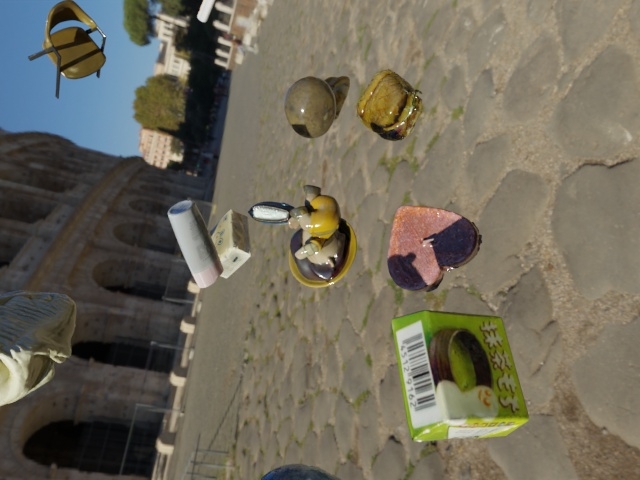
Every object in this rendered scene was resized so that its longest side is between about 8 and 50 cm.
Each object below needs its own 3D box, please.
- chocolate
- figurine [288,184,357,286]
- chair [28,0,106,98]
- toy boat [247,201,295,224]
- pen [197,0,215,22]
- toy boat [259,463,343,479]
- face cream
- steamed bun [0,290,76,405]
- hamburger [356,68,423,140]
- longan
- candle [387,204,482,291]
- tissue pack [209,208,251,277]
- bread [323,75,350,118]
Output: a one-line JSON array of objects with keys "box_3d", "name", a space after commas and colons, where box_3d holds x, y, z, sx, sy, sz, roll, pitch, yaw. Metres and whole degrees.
[{"box_3d": [0.344, 0.321, 1.227, 0.137, 0.288, 0.301, -45, 43, 52], "name": "chocolate"}, {"box_3d": [0.005, 0.000, 1.210, 0.257, 0.167, 0.193, 94, 177, -59], "name": "figurine"}, {"box_3d": [-0.726, -0.557, 1.457, 0.246, 0.173, 0.159, -9, 30, 50], "name": "chair"}, {"box_3d": [-0.126, -0.071, 1.300, 0.061, 0.137, 0.060, -23, -67, -70], "name": "toy boat"}, {"box_3d": [-0.268, -0.678, 1.306, 0.269, 0.033, 0.033, -40, 38, 50], "name": "pen"}, {"box_3d": [0.015, 0.567, 0.981, 0.215, 0.329, 0.123, -50, -3, -43], "name": "toy boat"}, {"box_3d": [-0.280, 0.008, 1.133, 0.084, 0.057, 0.199, -51, -42, -44], "name": "face cream"}, {"box_3d": [-0.824, 0.281, 1.259, 0.346, 0.393, 0.238, 32, 119, 33], "name": "steamed bun"}, {"box_3d": [0.205, -0.413, 1.532, 0.206, 0.129, 0.183, 44, 112, 27], "name": "hamburger"}, {"box_3d": [-0.032, -0.414, 1.565, 0.167, 0.167, 0.188, -150, 49, -74], "name": "longan"}, {"box_3d": [0.348, -0.001, 1.649, 0.316, 0.131, 0.287, -34, 70, 14], "name": "candle"}, {"box_3d": [-0.319, 0.009, 1.746, 0.148, 0.092, 0.196, -42, 37, 26], "name": "tissue pack"}, {"box_3d": [0.014, -0.519, 1.922, 0.311, 0.121, 0.173, 177, 115, -77], "name": "bread"}]
